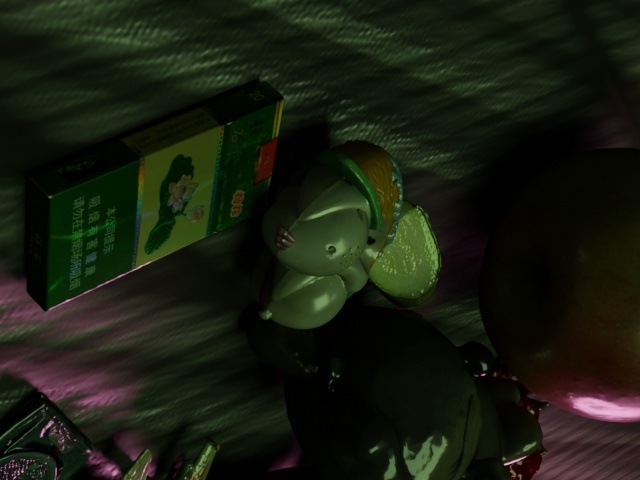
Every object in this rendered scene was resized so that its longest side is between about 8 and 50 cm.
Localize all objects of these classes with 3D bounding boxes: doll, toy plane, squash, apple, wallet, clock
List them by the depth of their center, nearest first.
[{"bbox_3d":[-0.258,0.195,1.400,0.088,0.026,0.129,-42,149,-10],"label":"wallet"},{"bbox_3d":[0.000,0.000,1.411,0.144,0.103,0.231,-39,157,-30],"label":"clock"},{"bbox_3d":[-0.181,0.299,1.559,0.229,0.092,0.244,-41,151,-15],"label":"toy plane"},{"bbox_3d":[0.091,0.030,1.608,0.090,0.075,0.200,-69,156,-16],"label":"squash"},{"bbox_3d":[0.035,0.237,1.619,0.378,0.252,0.382,-52,144,7],"label":"doll"},{"bbox_3d":[0.322,0.047,1.711,0.277,0.319,0.319,18,114,-27],"label":"apple"}]

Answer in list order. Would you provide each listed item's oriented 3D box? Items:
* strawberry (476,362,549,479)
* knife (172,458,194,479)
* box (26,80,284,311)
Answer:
[{"bbox_3d":[0.172,0.310,1.987,0.306,0.138,0.233,-35,149,-24],"label":"strawberry"},{"bbox_3d":[-0.180,0.341,1.682,0.043,0.020,0.293,-21,142,-41],"label":"knife"},{"bbox_3d":[-0.135,-0.039,1.275,0.235,0.034,0.132,-26,144,-34],"label":"box"}]
